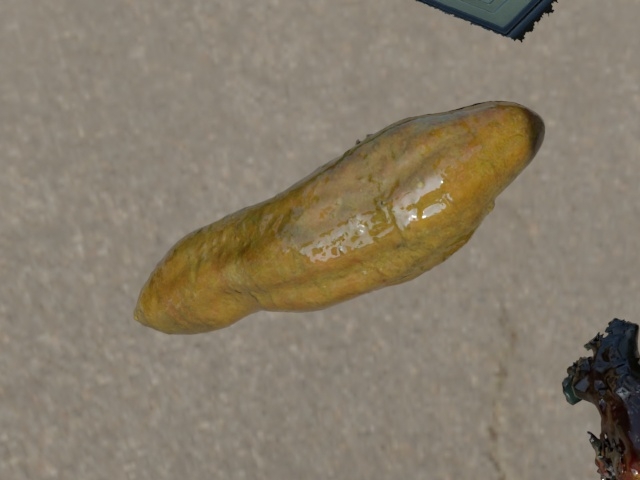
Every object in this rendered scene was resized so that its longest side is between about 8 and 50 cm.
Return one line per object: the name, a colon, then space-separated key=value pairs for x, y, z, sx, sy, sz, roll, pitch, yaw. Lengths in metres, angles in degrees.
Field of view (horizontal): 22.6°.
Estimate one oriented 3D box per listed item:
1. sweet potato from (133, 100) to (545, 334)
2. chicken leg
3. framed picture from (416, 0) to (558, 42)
sweet potato: x=-0.002 y=0.000 z=0.589 sx=0.182 sy=0.053 sz=0.054 roll=-24 pitch=70 yaw=25
chicken leg: x=0.184 y=0.151 z=0.787 sx=0.063 sy=0.105 sz=0.234 roll=-22 pitch=73 yaw=9
framed picture: x=0.086 y=-0.199 z=0.960 sx=0.199 sy=0.010 sz=0.195 roll=26 pitch=53 yaw=26
